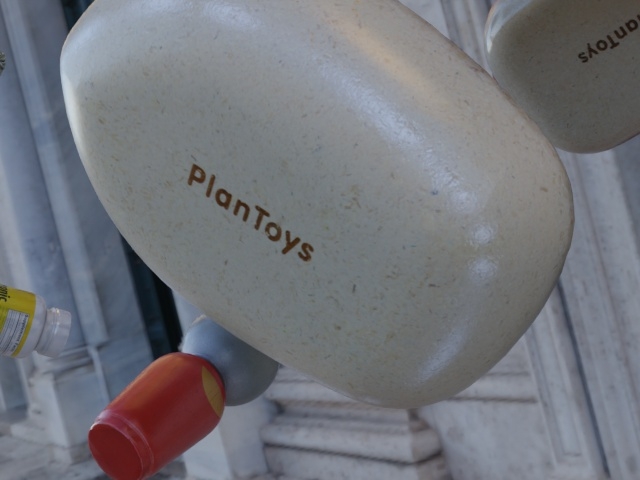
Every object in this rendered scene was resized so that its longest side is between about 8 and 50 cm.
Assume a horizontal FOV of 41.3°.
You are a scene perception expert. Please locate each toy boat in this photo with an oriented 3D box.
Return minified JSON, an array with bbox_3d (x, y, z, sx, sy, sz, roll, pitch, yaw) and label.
[{"bbox_3d":[-0.031,0.002,0.460,0.148,0.267,0.318,-37,-18,-52],"label":"toy boat"},{"bbox_3d":[0.247,-0.179,0.647,0.231,0.151,0.151,-33,8,37],"label":"toy boat"}]

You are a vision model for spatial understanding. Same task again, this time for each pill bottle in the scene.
[{"bbox_3d":[-0.301,0.075,0.806,0.116,0.065,0.065,21,-20,-31],"label":"pill bottle"}]

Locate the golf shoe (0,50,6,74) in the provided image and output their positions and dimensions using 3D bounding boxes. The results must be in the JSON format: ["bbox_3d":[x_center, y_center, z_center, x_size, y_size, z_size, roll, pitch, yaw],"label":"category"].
[{"bbox_3d":[-0.443,-0.171,0.972,0.176,0.069,0.086,-42,33,-12],"label":"golf shoe"}]
